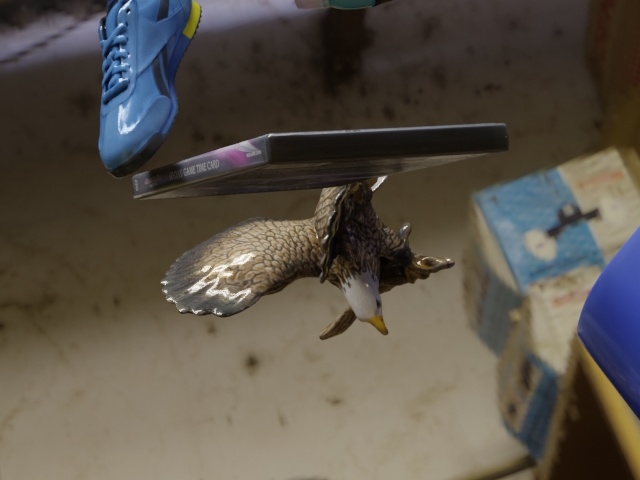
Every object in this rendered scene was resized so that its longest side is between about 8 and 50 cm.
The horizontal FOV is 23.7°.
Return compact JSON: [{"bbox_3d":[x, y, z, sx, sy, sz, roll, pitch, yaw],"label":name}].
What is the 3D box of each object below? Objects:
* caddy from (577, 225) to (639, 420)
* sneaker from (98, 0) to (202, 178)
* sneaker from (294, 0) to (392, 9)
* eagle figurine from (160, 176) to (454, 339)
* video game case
[{"bbox_3d":[0.399,0.056,1.368,0.241,0.179,0.341,18,-66,-48],"label":"caddy"},{"bbox_3d":[-0.153,-0.142,1.213,0.069,0.209,0.082,-21,-47,32],"label":"sneaker"},{"bbox_3d":[0.028,-0.319,1.258,0.121,0.108,0.302,0,-40,6],"label":"sneaker"},{"bbox_3d":[0.007,0.006,1.593,0.298,0.225,0.226,21,-86,-50],"label":"eagle figurine"},{"bbox_3d":[-0.010,-0.060,1.195,0.196,0.026,0.274,-5,-1,-27],"label":"video game case"}]
